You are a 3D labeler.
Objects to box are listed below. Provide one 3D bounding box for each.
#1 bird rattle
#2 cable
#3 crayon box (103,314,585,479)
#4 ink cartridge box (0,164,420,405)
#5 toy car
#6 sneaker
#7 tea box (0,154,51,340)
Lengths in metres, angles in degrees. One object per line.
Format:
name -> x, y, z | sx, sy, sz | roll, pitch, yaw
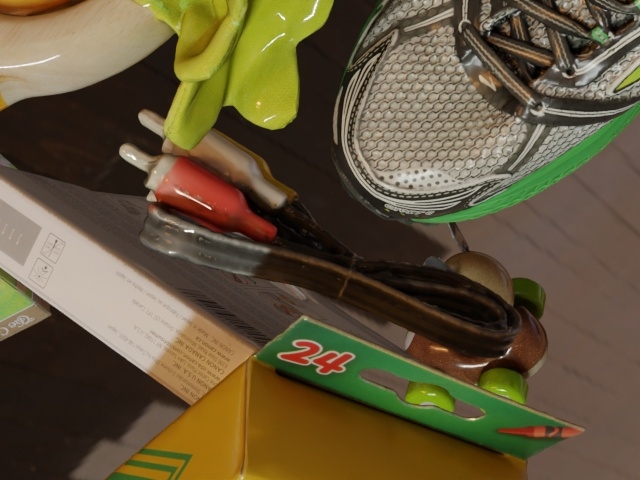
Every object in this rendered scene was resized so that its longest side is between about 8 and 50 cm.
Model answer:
bird rattle -> -0.111, -0.163, 0.678 | 0.207, 0.253, 0.143 | -24, 162, -4
cable -> 0.000, 0.000, 0.921 | 0.139, 0.287, 0.072 | -58, 170, -70
crayon box -> -0.018, 0.176, 0.859 | 0.202, 0.081, 0.318 | 22, 138, -25
ink cartridge box -> -0.101, 0.045, 1.123 | 0.261, 0.296, 0.066 | 13, 107, -61
toy car -> 0.137, 0.062, 1.431 | 0.155, 0.149, 0.188 | -71, 146, -43
sneaker -> 0.136, -0.136, 0.641 | 0.343, 0.134, 0.146 | -42, 176, 12
tea box -> -0.577, 0.004, 1.876 | 0.329, 0.220, 0.323 | -26, 138, 19
